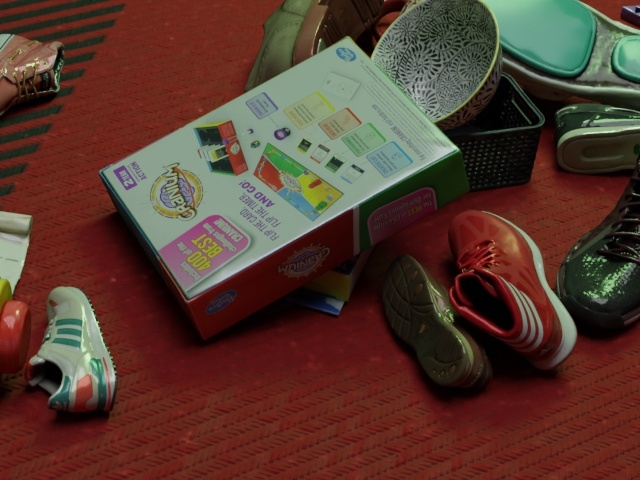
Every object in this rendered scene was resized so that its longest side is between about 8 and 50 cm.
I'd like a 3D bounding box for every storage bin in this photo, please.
[{"bbox_3d":[0.155,-0.125,1.867,0.180,0.084,0.122,-9,42,-20],"label":"storage bin"}]

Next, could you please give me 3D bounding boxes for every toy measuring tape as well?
[{"bbox_3d":[-0.324,0.045,1.541,0.121,0.121,0.330,7,38,-2],"label":"toy measuring tape"}]

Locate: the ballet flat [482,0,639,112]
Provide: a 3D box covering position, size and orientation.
[{"bbox_3d":[0.335,-0.212,1.975,0.400,0.139,0.139,18,39,6],"label":"ballet flat"}]

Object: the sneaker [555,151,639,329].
[{"bbox_3d":[0.342,-0.036,1.726,0.106,0.163,0.281,23,40,17],"label":"sneaker"}]

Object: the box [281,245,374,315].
[{"bbox_3d":[0.000,0.000,1.715,0.109,0.042,0.178,15,38,11],"label":"box"}]

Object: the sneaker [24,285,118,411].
[{"bbox_3d":[-0.249,0.102,1.526,0.075,0.057,0.161,-6,43,-26],"label":"sneaker"}]

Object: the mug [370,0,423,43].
[{"bbox_3d":[0.136,-0.267,2.048,0.113,0.150,0.169,50,43,-17],"label":"mug"}]

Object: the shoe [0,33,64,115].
[{"bbox_3d":[-0.352,-0.186,1.865,0.081,0.063,0.178,5,34,4],"label":"shoe"}]

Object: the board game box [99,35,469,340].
[{"bbox_3d":[-0.042,-0.063,1.673,0.316,0.064,0.242,-29,46,-10],"label":"board game box"}]

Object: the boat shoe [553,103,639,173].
[{"bbox_3d":[0.394,-0.126,1.915,0.233,0.084,0.079,2,39,-3],"label":"boat shoe"}]

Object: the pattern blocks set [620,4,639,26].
[{"bbox_3d":[0.545,-0.365,2.290,0.324,0.026,0.285,-17,45,-29],"label":"pattern blocks set"}]

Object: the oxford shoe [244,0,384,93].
[{"bbox_3d":[-0.011,-0.290,1.996,0.130,0.123,0.348,-11,36,28],"label":"oxford shoe"}]

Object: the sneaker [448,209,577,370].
[{"bbox_3d":[0.172,0.027,1.635,0.128,0.087,0.221,31,17,-44],"label":"sneaker"}]

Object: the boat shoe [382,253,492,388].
[{"bbox_3d":[0.118,0.085,1.623,0.060,0.064,0.178,20,28,-39],"label":"boat shoe"}]

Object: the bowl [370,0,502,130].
[{"bbox_3d":[0.142,-0.183,1.783,0.080,0.170,0.170,35,14,-46],"label":"bowl"}]
